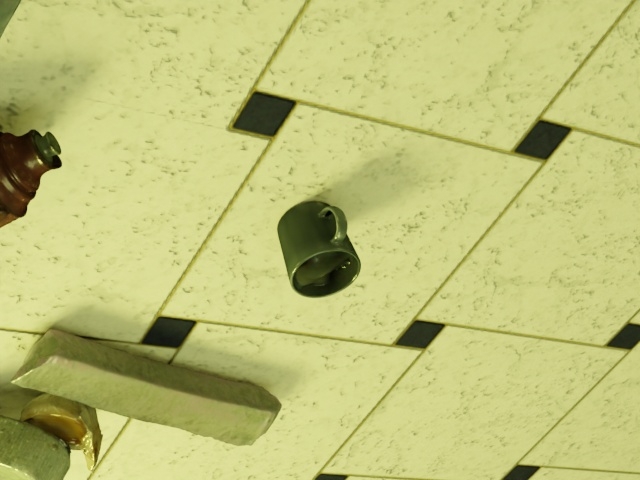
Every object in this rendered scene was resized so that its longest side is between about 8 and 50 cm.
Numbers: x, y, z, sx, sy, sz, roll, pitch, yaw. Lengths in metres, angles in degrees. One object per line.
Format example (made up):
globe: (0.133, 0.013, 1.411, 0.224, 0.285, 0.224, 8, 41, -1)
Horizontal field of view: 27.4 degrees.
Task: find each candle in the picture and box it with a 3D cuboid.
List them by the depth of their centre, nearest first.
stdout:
candle: (-0.385, 0.246, 1.475, 0.192, 0.068, 0.168, -24, 125, 37)

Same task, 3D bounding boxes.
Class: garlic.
garlic: (-0.292, 0.206, 1.501, 0.094, 0.074, 0.113, 13, 145, 14)

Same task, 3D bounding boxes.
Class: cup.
cup: (0.000, 0.000, 1.387, 0.078, 0.077, 0.100, 5, 135, -29)

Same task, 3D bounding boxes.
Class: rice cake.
rice cake: (-0.194, 0.173, 1.519, 0.365, 0.056, 0.072, 21, 120, -40)

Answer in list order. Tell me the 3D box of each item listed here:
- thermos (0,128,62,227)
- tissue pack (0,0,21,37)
thermos: (-0.338, -0.037, 1.176, 0.232, 0.099, 0.124, -28, 140, 10)
tissue pack: (-0.307, -0.201, 0.823, 0.259, 0.122, 0.361, 22, 116, -27)
